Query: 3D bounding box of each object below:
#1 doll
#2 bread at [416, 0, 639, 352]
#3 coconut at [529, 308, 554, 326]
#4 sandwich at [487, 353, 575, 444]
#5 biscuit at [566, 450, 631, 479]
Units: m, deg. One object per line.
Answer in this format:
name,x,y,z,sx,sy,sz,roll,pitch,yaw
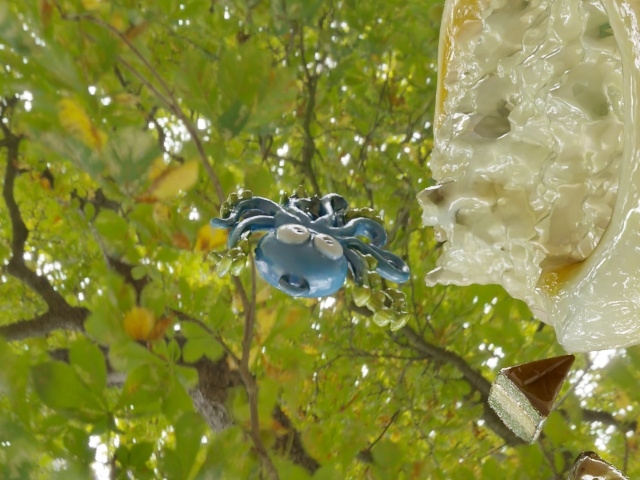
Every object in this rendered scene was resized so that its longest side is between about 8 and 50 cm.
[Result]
doll,0.000,0.000,1.236,0.346,0.099,0.341,25,-146,-3
bread,0.215,-0.092,0.564,0.245,0.329,0.424,16,-157,-15
coconut,0.475,0.049,1.346,0.233,0.233,0.245,13,-128,-1
sandwich,0.371,0.256,1.220,0.163,0.079,0.113,-5,-145,-26
biscuit,0.358,0.316,0.875,0.164,0.208,0.047,-34,-71,-33
